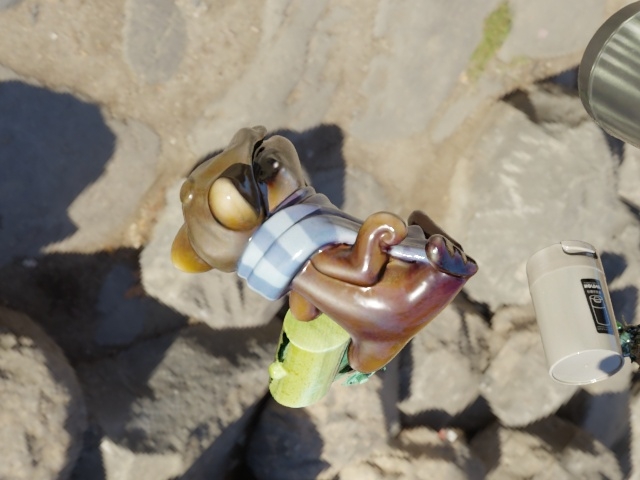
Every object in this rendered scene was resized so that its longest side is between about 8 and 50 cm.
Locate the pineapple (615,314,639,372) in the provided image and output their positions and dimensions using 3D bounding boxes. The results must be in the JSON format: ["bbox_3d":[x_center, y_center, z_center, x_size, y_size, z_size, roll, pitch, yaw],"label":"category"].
[{"bbox_3d":[0.497,0.178,1.770,0.083,0.221,0.103,42,81,-28],"label":"pineapple"}]

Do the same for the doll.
[{"bbox_3d":[0.003,-0.003,1.370,0.209,0.340,0.318,-62,178,-25],"label":"doll"}]

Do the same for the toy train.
[{"bbox_3d":[0.004,0.142,1.722,0.189,0.126,0.307,-14,157,-14],"label":"toy train"}]

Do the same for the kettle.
[{"bbox_3d":[0.524,-0.202,1.587,0.251,0.271,0.207,-28,125,-5],"label":"kettle"}]

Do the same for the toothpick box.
[{"bbox_3d":[0.361,0.103,1.667,0.111,0.181,0.111,-4,146,-2],"label":"toothpick box"}]
